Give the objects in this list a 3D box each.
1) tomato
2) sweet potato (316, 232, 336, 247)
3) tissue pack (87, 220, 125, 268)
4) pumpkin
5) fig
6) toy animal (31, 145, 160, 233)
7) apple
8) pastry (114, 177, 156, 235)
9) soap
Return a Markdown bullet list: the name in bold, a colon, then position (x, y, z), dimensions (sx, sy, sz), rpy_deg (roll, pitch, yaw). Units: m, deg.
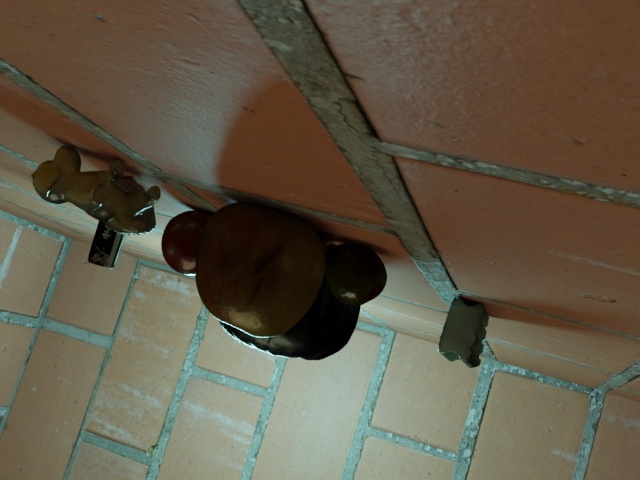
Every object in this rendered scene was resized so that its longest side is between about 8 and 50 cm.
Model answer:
- **tomato**: position (-0.291, 0.002, 1.791), dimensions (0.167, 0.167, 0.167), rpy_deg (17, 171, 3)
- **sweet potato**: position (0.000, 0.000, 1.567), dimensions (0.034, 0.034, 0.095), rpy_deg (23, 159, -36)
- **tissue pack**: position (-0.656, -0.001, 2.382), dimensions (0.090, 0.170, 0.103), rpy_deg (19, 173, -13)
- **pumpkin**: position (-0.082, 0.143, 1.862), dimensions (0.363, 0.266, 0.363), rpy_deg (14, 175, 1)
- **fig**: position (0.039, 0.040, 1.599), dimensions (0.124, 0.124, 0.236), rpy_deg (27, -168, -48)
- **toy animal**: position (-0.429, -0.093, 1.485), dimensions (0.168, 0.121, 0.233), rpy_deg (-13, 143, 43)
- **apple**: position (-0.123, 0.061, 1.494), dimensions (0.264, 0.264, 0.264), rpy_deg (17, 171, 3)
- **pastry**: position (-0.430, -0.073, 1.709), dimensions (0.112, 0.103, 0.265), rpy_deg (1, 167, -8)
- **soap**: position (0.365, 0.238, 1.959), dimensions (0.094, 0.150, 0.261), rpy_deg (11, 169, 18)
